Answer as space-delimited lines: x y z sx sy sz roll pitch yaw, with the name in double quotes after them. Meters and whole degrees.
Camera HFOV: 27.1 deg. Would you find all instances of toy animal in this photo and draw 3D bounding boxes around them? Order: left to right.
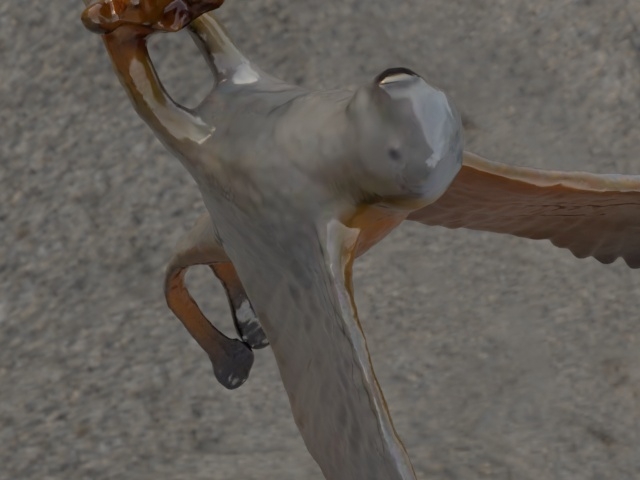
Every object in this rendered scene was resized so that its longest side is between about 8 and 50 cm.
-0.010 -0.015 0.568 0.225 0.284 0.302 -54 130 -22 "toy animal"
